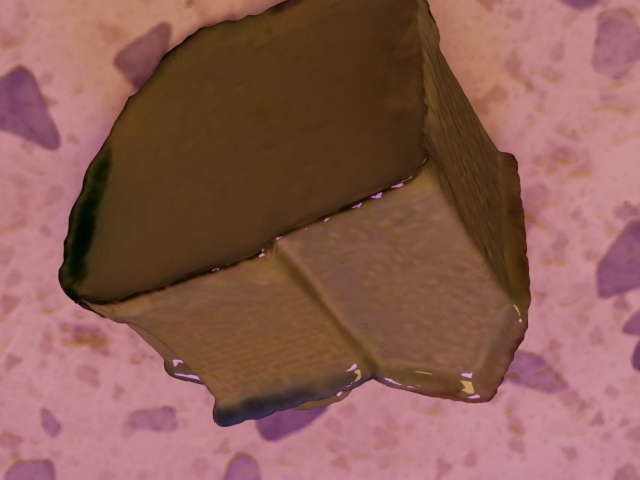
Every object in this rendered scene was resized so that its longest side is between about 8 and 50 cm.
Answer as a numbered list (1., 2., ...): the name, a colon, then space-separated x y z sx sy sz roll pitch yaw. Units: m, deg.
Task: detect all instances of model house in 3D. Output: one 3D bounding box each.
1. model house: 0.000 0.000 0.950 0.214 0.195 0.189 -24 128 18
